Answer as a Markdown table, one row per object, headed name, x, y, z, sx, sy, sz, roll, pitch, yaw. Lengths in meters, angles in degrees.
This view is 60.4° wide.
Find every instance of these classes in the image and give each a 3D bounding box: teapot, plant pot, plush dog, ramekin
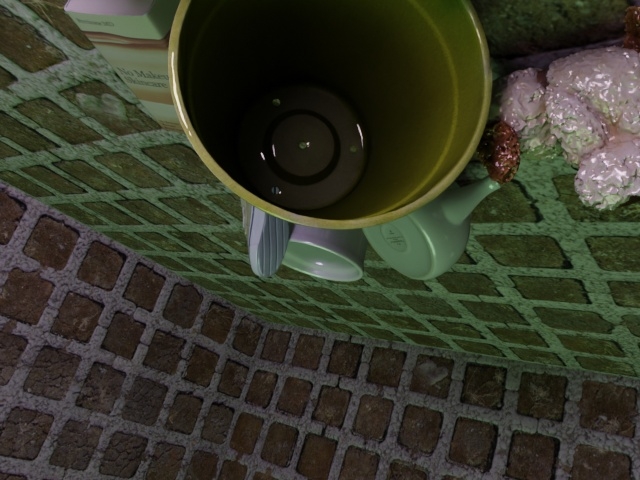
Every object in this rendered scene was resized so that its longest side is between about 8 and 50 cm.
| name | x | y | z | sx | sy | sz | roll | pitch | yaw |
| --- | --- | --- | --- | --- | --- | --- | --- | --- | --- |
| teapot | 0.210 | -0.056 | 1.124 | 0.256 | 0.187 | 0.252 | 36 | 152 | 33 |
| plant pot | -0.006 | -0.176 | 0.786 | 0.367 | 0.366 | 0.353 | 20 | 172 | -6 |
| plush dog | 0.306 | -0.170 | 0.714 | 0.226 | 0.262 | 0.210 | -4 | 119 | 27 |
| ramekin | 0.000 | 0.000 | 1.505 | 0.278 | 0.135 | 0.277 | 16 | 161 | 6 |

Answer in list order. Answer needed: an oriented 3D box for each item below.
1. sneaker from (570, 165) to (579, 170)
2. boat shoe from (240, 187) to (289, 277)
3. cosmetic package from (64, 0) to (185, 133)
| name | x | y | z | sx | sy | sz | roll | pitch | yaw |
| --- | --- | --- | --- | --- | --- | --- | --- | --- | --- |
| sneaker | 0.445 | -0.131 | 0.882 | 0.047 | 0.057 | 0.119 | 19 | 162 | -10 |
| boat shoe | -0.141 | -0.059 | 1.338 | 0.094 | 0.301 | 0.109 | 21 | -155 | 39 |
| cosmetic package | -0.244 | -0.306 | 0.897 | 0.153 | 0.129 | 0.296 | 12 | 159 | 20 |
